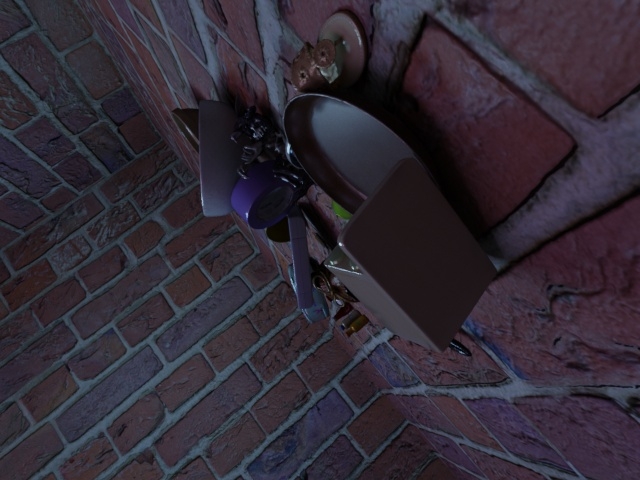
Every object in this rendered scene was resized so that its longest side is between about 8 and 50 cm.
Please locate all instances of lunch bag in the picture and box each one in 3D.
[{"bbox_3d":[-0.051,0.209,1.850,0.224,0.108,0.279,81,168,-88],"label":"lunch bag"}]

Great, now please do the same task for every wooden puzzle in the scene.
[{"bbox_3d":[0.000,0.000,1.451,0.083,0.006,0.049,48,167,12],"label":"wooden puzzle"}]

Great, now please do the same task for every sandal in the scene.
[{"bbox_3d":[-0.010,-0.243,0.638,0.088,0.079,0.240,53,167,-11],"label":"sandal"}]

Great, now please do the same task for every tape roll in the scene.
[{"bbox_3d":[-0.149,-0.126,1.194,0.080,0.189,0.189,45,166,21],"label":"tape roll"}]

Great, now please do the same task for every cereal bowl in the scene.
[{"bbox_3d":[-0.274,-0.236,1.251,0.339,0.141,0.338,179,90,-79],"label":"cereal bowl"}]

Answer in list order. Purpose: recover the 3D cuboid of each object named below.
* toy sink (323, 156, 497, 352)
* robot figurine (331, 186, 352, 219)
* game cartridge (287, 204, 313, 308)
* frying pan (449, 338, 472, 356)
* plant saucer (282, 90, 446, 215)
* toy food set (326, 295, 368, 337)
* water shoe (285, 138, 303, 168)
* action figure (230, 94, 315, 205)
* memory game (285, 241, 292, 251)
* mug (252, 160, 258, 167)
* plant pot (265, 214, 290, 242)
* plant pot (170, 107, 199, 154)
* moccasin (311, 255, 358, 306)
[{"bbox_3d":[0.110,0.019,0.610,0.234,0.152,0.131,46,163,-23],"label":"toy sink"},{"bbox_3d":[0.056,-0.086,0.880,0.101,0.067,0.115,34,163,20],"label":"robot figurine"},{"bbox_3d":[-0.063,0.052,1.335,0.198,0.062,0.297,-120,24,-70],"label":"game cartridge"},{"bbox_3d":[0.239,0.181,1.047,0.197,0.053,0.326,50,165,1],"label":"frying pan"},{"bbox_3d":[0.073,-0.118,0.681,0.311,0.050,0.310,37,163,13],"label":"plant saucer"},{"bbox_3d":[0.079,0.282,1.751,0.232,0.104,0.111,48,167,12],"label":"toy food set"},{"bbox_3d":[-0.023,-0.189,0.849,0.080,0.073,0.203,44,167,17],"label":"water shoe"},{"bbox_3d":[-0.139,-0.214,1.031,0.275,0.141,0.164,46,168,3],"label":"action figure"},{"bbox_3d":[-0.133,0.021,1.950,0.186,0.012,0.186,47,167,14],"label":"memory game"},{"bbox_3d":[-0.252,-0.226,1.469,0.129,0.097,0.157,46,166,22],"label":"mug"},{"bbox_3d":[-0.131,-0.071,1.470,0.134,0.134,0.095,67,-177,-51],"label":"plant pot"},{"bbox_3d":[-0.430,-0.398,1.568,0.237,0.110,0.237,48,167,15],"label":"plant pot"},{"bbox_3d":[0.056,0.125,1.294,0.139,0.147,0.380,55,167,-18],"label":"moccasin"}]
